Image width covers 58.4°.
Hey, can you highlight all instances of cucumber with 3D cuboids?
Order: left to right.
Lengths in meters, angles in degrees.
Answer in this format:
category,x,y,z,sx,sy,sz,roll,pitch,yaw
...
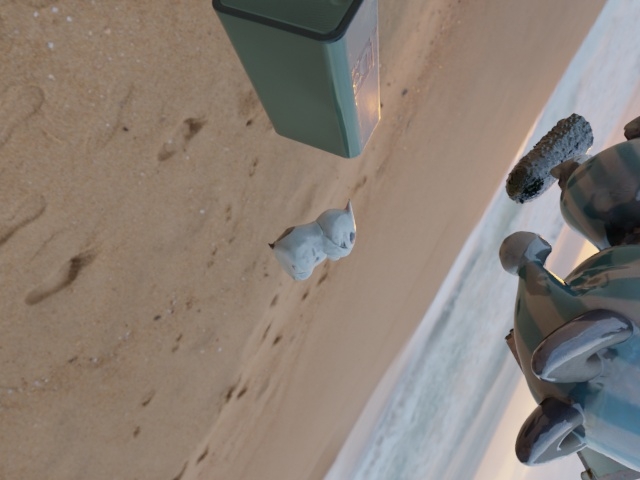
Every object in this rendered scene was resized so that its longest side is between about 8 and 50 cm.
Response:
category,x,y,z,sx,sy,sz,roll,pitch,yaw
cucumber,0.317,-0.108,0.810,0.245,0.067,0.067,-36,144,-38

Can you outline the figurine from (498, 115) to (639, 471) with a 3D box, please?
category,x,y,z,sx,sy,sz,roll,pitch,yaw
figurine,0.303,0.044,0.537,0.377,0.362,0.266,-3,154,-46

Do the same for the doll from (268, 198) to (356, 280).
category,x,y,z,sx,sy,sz,roll,pitch,yaw
doll,-0.004,0.005,1.146,0.180,0.107,0.110,-24,158,-16

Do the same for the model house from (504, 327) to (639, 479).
category,x,y,z,sx,sy,sz,roll,pitch,yaw
model house,0.428,0.217,0.933,0.169,0.244,0.326,-35,172,15

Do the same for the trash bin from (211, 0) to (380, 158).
category,x,y,z,sx,sy,sz,roll,pitch,yaw
trash bin,-0.010,-0.309,0.991,0.158,0.222,0.343,-63,160,-16
